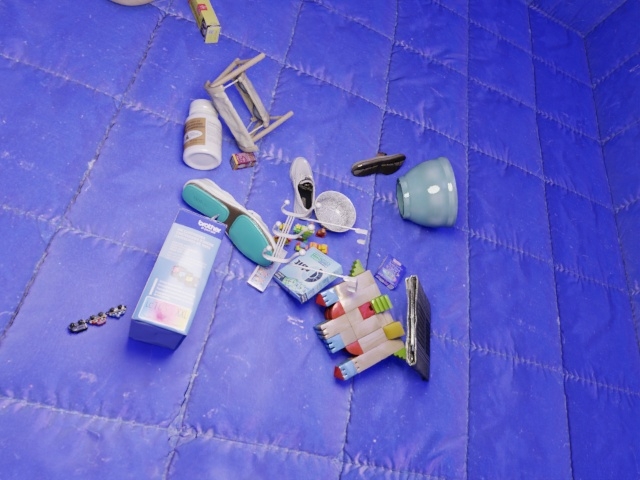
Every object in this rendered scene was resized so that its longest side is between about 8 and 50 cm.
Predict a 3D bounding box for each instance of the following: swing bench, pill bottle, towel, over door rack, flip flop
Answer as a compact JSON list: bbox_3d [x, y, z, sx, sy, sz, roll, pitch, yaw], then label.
[{"bbox_3d":[-0.274,-0.497,1.574,0.254,0.165,0.253,-52,133,-30],"label":"swing bench"},{"bbox_3d":[-0.419,-0.380,1.539,0.131,0.131,0.229,5,66,-22],"label":"pill bottle"},{"bbox_3d":[0.337,0.311,1.509,0.056,0.324,0.312,-3,62,21],"label":"towel"},{"bbox_3d":[0.000,0.000,1.419,0.324,0.108,0.239,20,49,-3],"label":"over door rack"},{"bbox_3d":[0.246,-0.335,1.842,0.277,0.112,0.080,-12,59,-22],"label":"flip flop"}]

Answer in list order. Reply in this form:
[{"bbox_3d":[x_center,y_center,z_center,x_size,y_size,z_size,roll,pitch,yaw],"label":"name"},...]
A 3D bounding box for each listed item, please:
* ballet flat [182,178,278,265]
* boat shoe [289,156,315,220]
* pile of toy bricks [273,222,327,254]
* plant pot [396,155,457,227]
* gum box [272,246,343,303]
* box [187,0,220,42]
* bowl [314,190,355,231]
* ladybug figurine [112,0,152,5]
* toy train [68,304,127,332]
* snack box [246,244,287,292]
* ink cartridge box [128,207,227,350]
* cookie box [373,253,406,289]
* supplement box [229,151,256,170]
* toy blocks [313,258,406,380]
[{"bbox_3d":[-0.285,-0.080,1.479,0.400,0.139,0.139,40,58,-2],"label":"ballet flat"},{"bbox_3d":[-0.064,-0.213,1.649,0.096,0.088,0.267,10,65,-20],"label":"boat shoe"},{"bbox_3d":[-0.058,-0.025,1.559,0.212,0.105,0.118,15,63,-18],"label":"pile of toy bricks"},{"bbox_3d":[0.418,-0.185,1.763,0.196,0.293,0.293,-7,69,1],"label":"plant pot"},{"bbox_3d":[-0.043,0.114,1.474,0.184,0.041,0.157,-35,44,-22],"label":"gum box"},{"bbox_3d":[-0.483,-0.938,1.784,0.058,0.087,0.232,-16,76,-29],"label":"box"},{"bbox_3d":[0.043,-0.096,1.650,0.170,0.080,0.170,9,65,-20],"label":"bowl"},{"bbox_3d":[-0.738,-1.129,1.709,0.305,0.162,0.449,17,62,-16],"label":"ladybug figurine"},{"bbox_3d":[-0.634,0.226,1.239,0.158,0.027,0.036,-22,82,-30],"label":"toy train"},{"bbox_3d":[-0.184,0.093,1.500,0.064,0.022,0.178,34,59,-6],"label":"snack box"},{"bbox_3d":[-0.405,0.092,1.256,0.151,0.270,0.395,21,61,-17],"label":"ink cartridge box"},{"bbox_3d":[0.272,0.122,1.679,0.092,0.040,0.107,39,58,-3],"label":"cookie box"},{"bbox_3d":[-0.289,-0.296,1.606,0.083,0.055,0.043,-17,77,-28],"label":"supplement box"},{"bbox_3d":[0.102,0.286,1.469,0.261,0.191,0.381,-23,87,-17],"label":"toy blocks"}]
